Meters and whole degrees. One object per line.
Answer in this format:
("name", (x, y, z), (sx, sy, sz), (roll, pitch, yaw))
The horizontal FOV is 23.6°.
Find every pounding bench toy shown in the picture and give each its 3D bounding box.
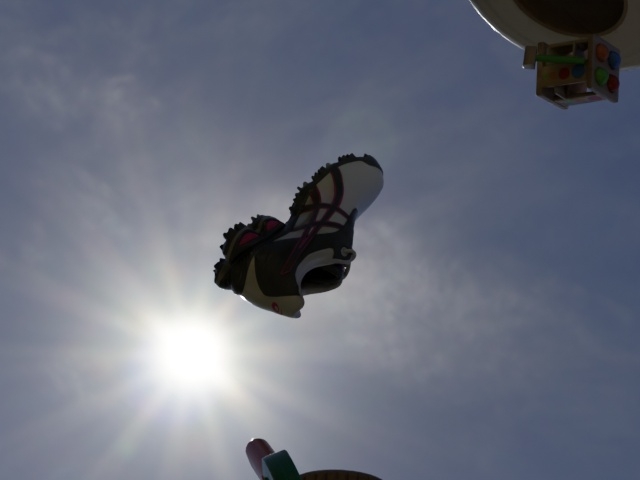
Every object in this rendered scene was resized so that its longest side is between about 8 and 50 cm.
("pounding bench toy", (0.231, -0.158, 1.399), (0.065, 0.052, 0.083), (-5, -15, 38))

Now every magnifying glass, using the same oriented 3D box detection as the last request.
("magnifying glass", (-0.030, 0.192, 1.181), (0.231, 0.026, 0.092), (-147, -145, -78))

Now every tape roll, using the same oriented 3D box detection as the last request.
("tape roll", (0.279, -0.312, 1.559), (0.246, 0.169, 0.246), (23, -28, 13))

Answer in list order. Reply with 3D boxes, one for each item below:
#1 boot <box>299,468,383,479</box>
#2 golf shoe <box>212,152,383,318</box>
("boot", (0.064, 0.302, 1.558), (0.248, 0.090, 0.207), (16, -16, -6))
("golf shoe", (0.000, 0.000, 1.747), (0.120, 0.273, 0.105), (36, -41, 20))
